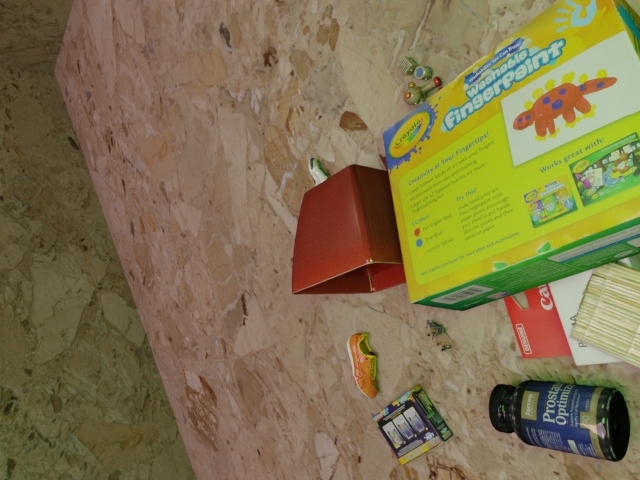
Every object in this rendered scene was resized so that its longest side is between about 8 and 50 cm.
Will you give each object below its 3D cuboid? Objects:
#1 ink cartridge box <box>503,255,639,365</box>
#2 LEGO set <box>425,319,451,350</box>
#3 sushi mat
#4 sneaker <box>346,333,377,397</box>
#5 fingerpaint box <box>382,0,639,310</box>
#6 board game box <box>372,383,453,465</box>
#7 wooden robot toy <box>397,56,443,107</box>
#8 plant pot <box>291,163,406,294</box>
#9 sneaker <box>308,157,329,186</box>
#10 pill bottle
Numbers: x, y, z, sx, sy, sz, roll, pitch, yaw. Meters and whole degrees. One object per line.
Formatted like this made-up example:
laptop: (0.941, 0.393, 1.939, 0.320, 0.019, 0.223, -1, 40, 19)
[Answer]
ink cartridge box: (0.438, 0.078, 0.882, 0.261, 0.066, 0.297, -22, 83, 45)
LEGO set: (0.276, 0.218, 1.120, 0.054, 0.023, 0.083, -13, 103, 49)
sushi mat: (0.548, 0.146, 0.711, 0.316, 0.019, 0.152, 26, 117, 43)
sneaker: (0.121, 0.335, 1.278, 0.067, 0.064, 0.175, -18, 89, 37)
fingerpaint box: (0.333, -0.122, 0.799, 0.444, 0.163, 0.371, -32, 55, 45)
board game box: (0.227, 0.465, 1.206, 0.141, 0.048, 0.170, 55, 132, 20)
wooden robot toy: (0.209, -0.319, 1.018, 0.076, 0.079, 0.173, -29, 79, 46)
plant pot: (0.098, -0.022, 1.094, 0.267, 0.267, 0.236, -26, 67, 46)
sneaker: (0.001, -0.176, 1.304, 0.043, 0.040, 0.109, -23, 86, 30)
pill bottle: (0.439, 0.328, 0.898, 0.219, 0.122, 0.123, -10, 92, 46)
